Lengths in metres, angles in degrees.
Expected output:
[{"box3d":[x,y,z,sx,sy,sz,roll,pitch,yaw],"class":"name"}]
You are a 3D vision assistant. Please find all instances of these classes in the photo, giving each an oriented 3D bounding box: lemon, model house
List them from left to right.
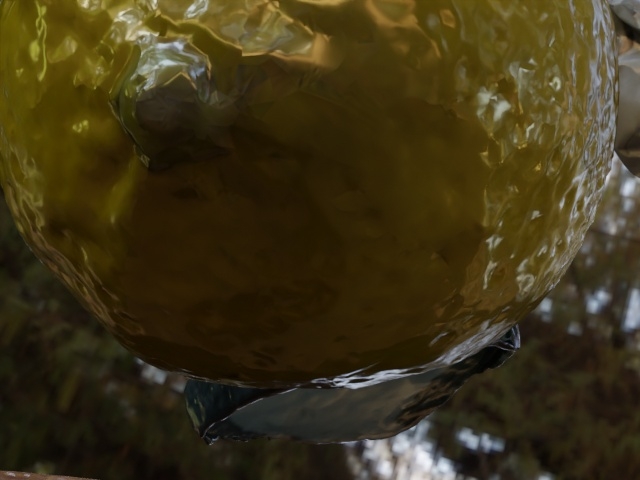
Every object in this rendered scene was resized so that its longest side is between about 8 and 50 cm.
[{"box3d":[-0.003,-0.072,0.816,0.336,0.336,0.336,13,-37,10],"class":"lemon"},{"box3d":[0.000,0.000,1.277,0.253,0.291,0.184,1,-22,-42],"class":"model house"}]

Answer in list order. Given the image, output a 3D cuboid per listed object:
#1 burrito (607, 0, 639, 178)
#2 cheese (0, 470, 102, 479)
[{"box3d":[0.327,-0.100,1.259,0.101,0.139,0.445,-34,-20,29],"class":"burrito"},{"box3d":[-0.121,0.197,0.924,0.177,0.203,0.128,41,-2,-17],"class":"cheese"}]
